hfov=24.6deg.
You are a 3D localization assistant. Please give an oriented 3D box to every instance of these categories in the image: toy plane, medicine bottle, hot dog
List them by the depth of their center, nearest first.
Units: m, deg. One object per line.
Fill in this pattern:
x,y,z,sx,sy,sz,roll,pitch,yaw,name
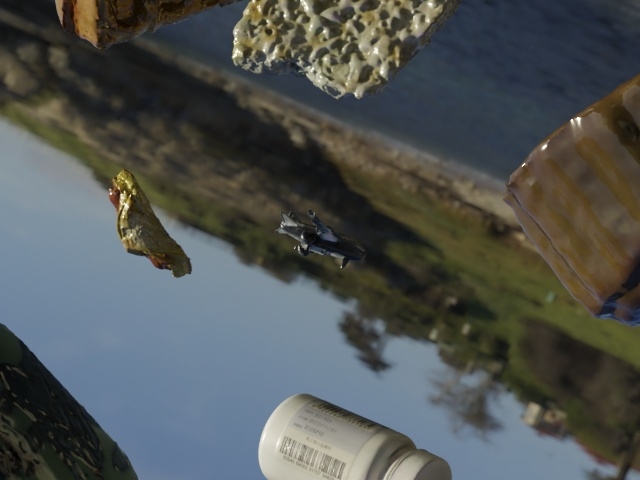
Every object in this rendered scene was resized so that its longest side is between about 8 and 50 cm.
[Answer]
0.000,0.000,1.302,0.083,0.031,0.078,27,154,5,toy plane
0.035,0.233,1.507,0.187,0.102,0.103,18,178,36,medicine bottle
-0.238,-0.010,1.957,0.169,0.061,0.078,57,161,-10,hot dog

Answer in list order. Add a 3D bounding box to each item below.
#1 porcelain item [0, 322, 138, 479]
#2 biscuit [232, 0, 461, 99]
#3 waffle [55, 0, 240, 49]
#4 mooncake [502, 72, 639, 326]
-0.282,0.192,1.182,0.286,0.157,0.281,47,-170,-1,porcelain item
0.033,-0.230,1.535,0.265,0.188,0.040,-15,163,9,biscuit
-0.120,-0.331,1.214,0.224,0.327,0.098,-21,-134,-28,waffle
0.355,-0.060,1.432,0.187,0.324,0.324,55,-170,14,mooncake
